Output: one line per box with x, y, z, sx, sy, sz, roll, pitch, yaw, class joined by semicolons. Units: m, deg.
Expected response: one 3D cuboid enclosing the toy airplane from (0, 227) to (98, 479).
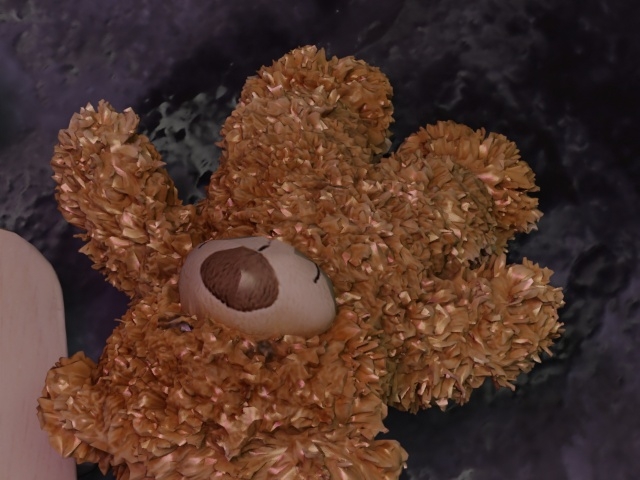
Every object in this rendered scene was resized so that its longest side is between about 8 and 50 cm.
-0.171;0.225;0.856;0.384;0.272;0.386;54;47;-5;toy airplane

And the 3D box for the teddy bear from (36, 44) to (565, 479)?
0.000;0.000;0.928;0.245;0.113;0.338;44;37;15;teddy bear
